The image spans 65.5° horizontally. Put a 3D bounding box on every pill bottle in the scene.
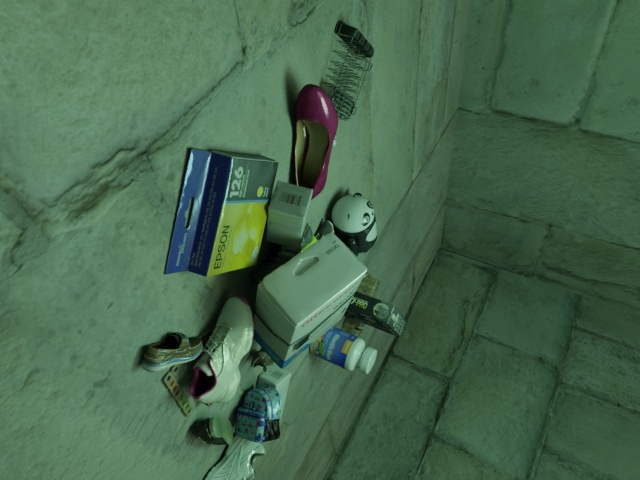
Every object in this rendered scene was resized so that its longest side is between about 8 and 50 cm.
[{"bbox_3d":[0.103,0.480,2.191,0.152,0.272,0.152,-48,149,-43],"label":"pill bottle"}]

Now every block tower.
[{"bbox_3d":[0.209,0.334,2.549,0.091,0.097,0.336,21,87,-68],"label":"block tower"}]

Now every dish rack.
[{"bbox_3d":[0.083,-0.526,1.588,0.208,0.074,0.272,2,108,-65],"label":"dish rack"}]

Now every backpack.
[{"bbox_3d":[-0.213,0.592,1.723,0.117,0.158,0.173,10,85,-49],"label":"backpack"}]

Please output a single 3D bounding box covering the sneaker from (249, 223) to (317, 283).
[{"bbox_3d":[-0.123,0.032,1.557,0.300,0.111,0.121,-44,126,-44],"label":"sneaker"}]

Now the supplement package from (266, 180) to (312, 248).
[{"bbox_3d":[-0.091,-0.070,1.432,0.179,0.105,0.105,105,0,-59],"label":"supplement package"}]

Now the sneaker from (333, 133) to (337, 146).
[{"bbox_3d":[0.029,-0.347,1.655,0.098,0.038,0.069,-39,142,-67],"label":"sneaker"}]

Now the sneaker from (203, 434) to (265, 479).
[{"bbox_3d":[-0.304,0.808,1.715,0.297,0.129,0.111,-55,155,-29],"label":"sneaker"}]

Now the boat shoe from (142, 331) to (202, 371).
[{"bbox_3d":[-0.355,0.265,1.232,0.183,0.066,0.066,-16,122,-63],"label":"boat shoe"}]

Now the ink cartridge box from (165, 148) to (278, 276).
[{"bbox_3d":[-0.232,-0.066,1.245,0.307,0.072,0.304,-16,124,-66],"label":"ink cartridge box"}]

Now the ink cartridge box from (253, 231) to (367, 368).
[{"bbox_3d":[-0.047,0.194,1.522,0.285,0.166,0.395,-36,162,-26],"label":"ink cartridge box"}]

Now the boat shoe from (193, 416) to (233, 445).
[{"bbox_3d":[-0.332,0.602,1.569,0.228,0.068,0.081,75,1,-60],"label":"boat shoe"}]

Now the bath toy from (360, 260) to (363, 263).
[{"bbox_3d":[0.085,0.107,1.969,0.348,0.151,0.129,11,59,-79],"label":"bath toy"}]

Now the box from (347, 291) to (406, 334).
[{"bbox_3d":[0.198,0.312,2.213,0.097,0.318,0.395,-65,157,-11],"label":"box"}]

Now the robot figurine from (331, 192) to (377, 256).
[{"bbox_3d":[0.137,-0.058,1.952,0.173,0.209,0.278,-30,147,-10],"label":"robot figurine"}]

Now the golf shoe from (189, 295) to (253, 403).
[{"bbox_3d":[-0.271,0.301,1.365,0.140,0.115,0.306,17,84,-61],"label":"golf shoe"}]

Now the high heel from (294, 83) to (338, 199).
[{"bbox_3d":[-0.026,-0.267,1.457,0.377,0.127,0.181,77,28,-58],"label":"high heel"}]

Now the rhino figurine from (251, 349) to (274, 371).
[{"bbox_3d":[-0.166,0.385,1.759,0.243,0.073,0.106,-30,132,-55],"label":"rhino figurine"}]

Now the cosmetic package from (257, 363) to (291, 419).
[{"bbox_3d":[-0.189,0.597,1.867,0.117,0.085,0.231,-20,128,-62],"label":"cosmetic package"}]

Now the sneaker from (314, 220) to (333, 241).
[{"bbox_3d":[0.000,0.000,1.843,0.065,0.061,0.158,16,93,-61],"label":"sneaker"}]

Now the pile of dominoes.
[{"bbox_3d":[-0.334,0.380,1.411,0.196,0.040,0.251,-54,153,-34],"label":"pile of dominoes"}]
